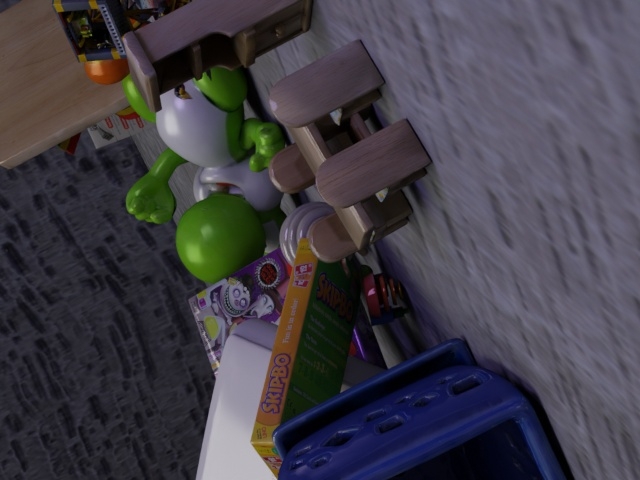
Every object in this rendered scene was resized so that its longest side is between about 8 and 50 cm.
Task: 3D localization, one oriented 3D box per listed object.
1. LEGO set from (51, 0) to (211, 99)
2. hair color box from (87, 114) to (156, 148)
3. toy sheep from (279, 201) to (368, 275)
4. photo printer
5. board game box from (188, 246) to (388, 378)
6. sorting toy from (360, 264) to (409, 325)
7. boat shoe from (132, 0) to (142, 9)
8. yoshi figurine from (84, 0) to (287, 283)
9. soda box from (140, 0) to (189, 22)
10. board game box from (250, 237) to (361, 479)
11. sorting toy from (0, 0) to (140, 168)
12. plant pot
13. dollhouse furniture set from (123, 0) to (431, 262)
[{"bbox_3d":[-0.170,-0.321,1.600,0.331,0.192,0.255,77,-168,-51],"label":"LEGO set"},{"bbox_3d":[-0.270,-0.209,2.392,0.093,0.167,0.053,71,178,-46],"label":"hair color box"},{"bbox_3d":[0.000,0.000,1.763,0.091,0.091,0.132,62,158,-6],"label":"toy sheep"},{"bbox_3d":[0.016,0.250,1.761,0.307,0.107,0.256,21,105,32],"label":"photo printer"},{"bbox_3d":[-0.013,0.183,1.881,0.056,0.208,0.347,8,-123,-60],"label":"board game box"},{"bbox_3d":[0.068,0.056,1.707,0.102,0.042,0.061,-96,-5,-80],"label":"sorting toy"},{"bbox_3d":[-0.229,-0.302,2.202,0.206,0.065,0.075,63,169,-21],"label":"boat shoe"},{"bbox_3d":[-0.139,-0.091,1.944,0.203,0.203,0.362,39,160,54],"label":"yoshi figurine"},{"bbox_3d":[-0.186,-0.290,2.006,0.063,0.058,0.183,59,171,17],"label":"soda box"},{"bbox_3d":[-0.010,0.119,1.645,0.124,0.039,0.259,61,-143,-50],"label":"board game box"},{"bbox_3d":[-0.338,-0.246,2.296,0.089,0.257,0.255,32,-139,-49],"label":"sorting toy"},{"bbox_3d":[0.094,0.239,1.486,0.236,0.236,0.212,65,177,-23],"label":"plant pot"},{"bbox_3d":[-0.039,-0.094,1.397,0.242,0.161,0.212,60,172,10],"label":"dollhouse furniture set"}]
